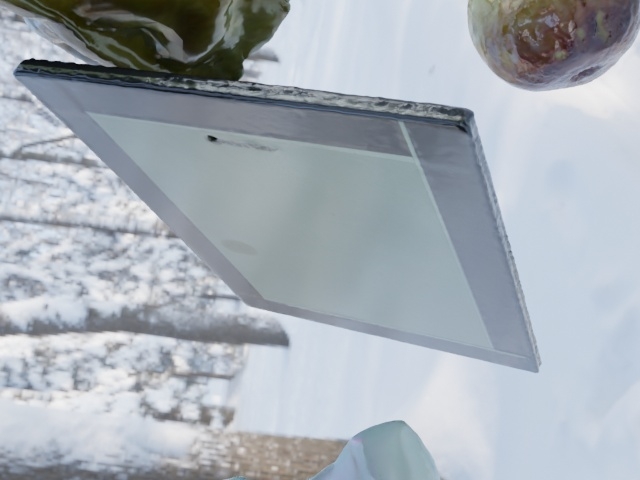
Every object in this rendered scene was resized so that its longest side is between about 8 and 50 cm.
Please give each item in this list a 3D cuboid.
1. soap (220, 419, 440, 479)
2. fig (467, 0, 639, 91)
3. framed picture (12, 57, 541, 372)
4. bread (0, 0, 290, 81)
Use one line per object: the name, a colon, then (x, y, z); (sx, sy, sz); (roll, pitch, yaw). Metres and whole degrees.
soap: (0.041, 0.246, 0.269); (0.347, 0.115, 0.208); (-106, -5, -64)
fig: (0.203, -0.262, 0.867); (0.159, 0.159, 0.257); (108, 142, -56)
framed picture: (0.000, 0.000, 0.574); (0.016, 0.265, 0.347); (-70, -27, -19)
bread: (-0.145, -0.214, 0.576); (0.238, 0.252, 0.196); (-36, 51, 31)
